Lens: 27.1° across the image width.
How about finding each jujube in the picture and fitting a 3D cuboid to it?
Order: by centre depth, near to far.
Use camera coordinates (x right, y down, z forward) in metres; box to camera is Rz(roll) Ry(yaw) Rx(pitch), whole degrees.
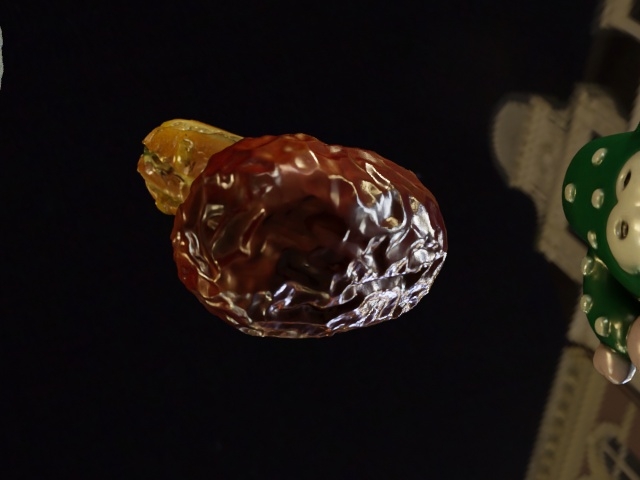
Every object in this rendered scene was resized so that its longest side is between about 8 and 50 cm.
[{"bbox_3d":[0.000,0.000,0.748,0.112,0.109,0.176,-19,-18,38],"label":"jujube"}]

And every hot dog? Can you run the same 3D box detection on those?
[{"bbox_3d":[-0.031,-0.029,1.084,0.072,0.269,0.115,-53,-28,-39],"label":"hot dog"}]

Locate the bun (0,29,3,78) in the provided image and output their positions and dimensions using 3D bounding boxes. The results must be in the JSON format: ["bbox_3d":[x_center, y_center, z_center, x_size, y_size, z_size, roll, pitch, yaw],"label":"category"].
[{"bbox_3d":[-0.315,-0.154,0.646,0.362,0.362,0.211,22,-83,-34],"label":"bun"}]

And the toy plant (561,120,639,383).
[{"bbox_3d":[0.265,-0.019,0.980,0.112,0.243,0.233,10,-110,-22],"label":"toy plant"}]
